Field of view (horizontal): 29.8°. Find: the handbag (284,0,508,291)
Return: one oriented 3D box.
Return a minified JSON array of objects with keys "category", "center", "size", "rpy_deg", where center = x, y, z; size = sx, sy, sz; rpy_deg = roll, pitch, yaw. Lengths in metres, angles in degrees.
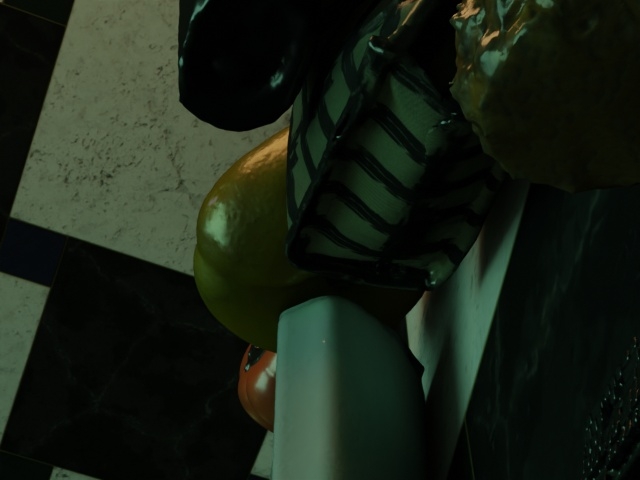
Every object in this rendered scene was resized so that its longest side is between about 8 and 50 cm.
[{"category":"handbag","center":[0.077,-0.165,0.878],"size":[0.327,0.162,0.325],"rpy_deg":[113,166,-68]}]

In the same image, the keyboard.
[{"category":"keyboard","center":[0.151,0.058,0.547],"size":[0.195,0.018,0.060],"rpy_deg":[103,175,-48]}]

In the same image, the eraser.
[{"category":"eraser","center":[0.031,0.204,0.991],"size":[0.290,0.104,0.189],"rpy_deg":[-89,-25,-47]}]

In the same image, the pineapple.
[{"category":"pineapple","center":[0.122,-0.141,0.576],"size":[0.128,0.128,0.248],"rpy_deg":[102,176,-48]}]

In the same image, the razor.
[{"category":"razor","center":[-0.038,-0.244,0.902],"size":[0.189,0.107,0.327],"rpy_deg":[115,167,-48]}]

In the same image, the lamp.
[{"category":"lamp","center":[-0.001,0.148,1.400],"size":[0.187,0.164,0.187],"rpy_deg":[-55,14,21]}]

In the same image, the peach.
[{"category":"peach","center":[0.000,0.000,1.104],"size":[0.153,0.251,0.251],"rpy_deg":[-119,30,-45]}]
